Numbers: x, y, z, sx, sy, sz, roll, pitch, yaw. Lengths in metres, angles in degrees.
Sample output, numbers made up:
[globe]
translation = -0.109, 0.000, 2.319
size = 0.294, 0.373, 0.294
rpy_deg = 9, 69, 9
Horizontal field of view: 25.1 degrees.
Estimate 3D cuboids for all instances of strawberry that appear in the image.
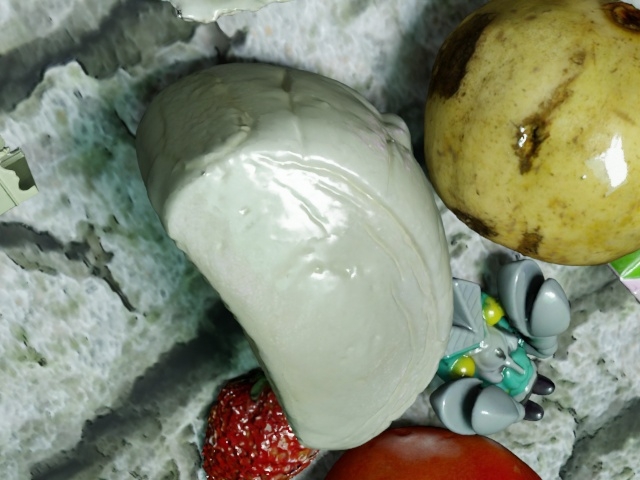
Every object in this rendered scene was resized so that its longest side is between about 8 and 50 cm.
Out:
[strawberry]
translation = -0.055, 0.215, 1.583
size = 0.192, 0.085, 0.140
rpy_deg = -30, 130, 2

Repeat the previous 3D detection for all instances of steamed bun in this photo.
[steamed bun]
translation = 0.005, 0.001, 1.353
size = 0.236, 0.247, 0.383
rpy_deg = -28, 125, 5

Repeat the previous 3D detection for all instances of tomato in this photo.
[tomato]
translation = 0.137, 0.326, 1.631
size = 0.298, 0.298, 0.226
rpy_deg = 5, 87, -25

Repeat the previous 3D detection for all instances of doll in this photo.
[doll]
translation = 0.203, 0.113, 1.588
size = 0.258, 0.153, 0.195
rpy_deg = 3, 95, -51

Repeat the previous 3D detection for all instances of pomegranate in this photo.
[pomegranate]
translation = 0.233, -0.111, 1.367
size = 0.281, 0.281, 0.281
rpy_deg = -10, 125, -15

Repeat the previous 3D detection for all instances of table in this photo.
[table]
translation = -0.310, -0.061, 1.298
size = 0.083, 0.079, 0.062
rpy_deg = -30, 130, -2

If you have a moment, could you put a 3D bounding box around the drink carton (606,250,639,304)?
[drink carton]
translation = 0.406, -0.061, 1.529
size = 0.271, 0.161, 0.108
rpy_deg = -44, 127, 10

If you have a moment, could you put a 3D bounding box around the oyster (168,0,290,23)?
[oyster]
translation = -0.034, -0.303, 1.234
size = 0.271, 0.100, 0.275
rpy_deg = 20, 125, -29
